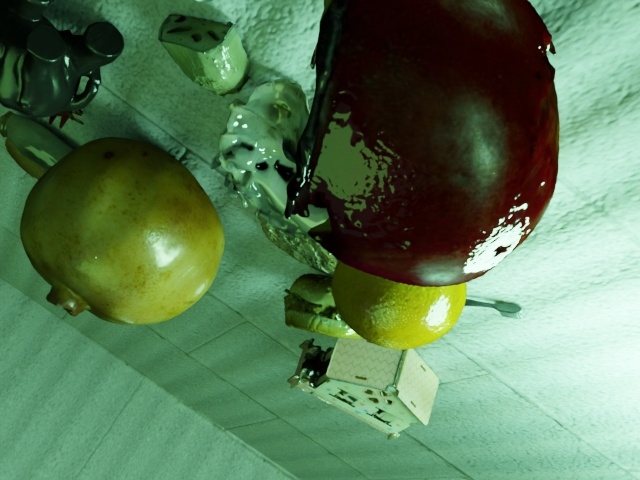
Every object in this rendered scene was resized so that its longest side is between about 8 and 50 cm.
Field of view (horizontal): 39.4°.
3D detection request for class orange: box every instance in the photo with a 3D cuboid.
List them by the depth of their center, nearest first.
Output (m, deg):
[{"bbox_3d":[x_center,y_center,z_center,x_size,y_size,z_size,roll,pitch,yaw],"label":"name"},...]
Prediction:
[{"bbox_3d":[0.138,0.082,1.556,0.236,0.236,0.236,25,154,13],"label":"orange"}]

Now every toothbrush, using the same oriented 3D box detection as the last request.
[{"bbox_3d":[0.249,0.118,1.724,0.321,0.023,0.031,8,143,41],"label":"toothbrush"}]

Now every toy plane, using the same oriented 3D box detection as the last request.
[{"bbox_3d":[-0.550,-0.305,1.812,0.130,0.061,0.189,20,149,24],"label":"toy plane"}]

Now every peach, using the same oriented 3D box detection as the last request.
[{"bbox_3d":[0.102,-0.159,1.041,0.353,0.339,0.416,-28,124,19],"label":"peach"}]

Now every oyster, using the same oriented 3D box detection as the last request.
[{"bbox_3d":[-0.032,-0.115,1.523,0.238,0.114,0.351,-14,134,46],"label":"oyster"}]

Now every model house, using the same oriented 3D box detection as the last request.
[{"bbox_3d":[0.122,0.309,2.072,0.326,0.169,0.244,30,149,-9],"label":"model house"}]

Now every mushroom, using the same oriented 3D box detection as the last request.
[{"bbox_3d":[-0.591,-0.174,2.065,0.351,0.097,0.109,42,151,-12],"label":"mushroom"}]

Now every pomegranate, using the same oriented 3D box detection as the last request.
[{"bbox_3d":[-0.412,-0.005,1.830,0.417,0.416,0.416,25,154,13],"label":"pomegranate"}]

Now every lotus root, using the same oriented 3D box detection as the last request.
[{"bbox_3d":[-0.178,-0.282,1.417,0.143,0.070,0.144,12,149,37],"label":"lotus root"}]

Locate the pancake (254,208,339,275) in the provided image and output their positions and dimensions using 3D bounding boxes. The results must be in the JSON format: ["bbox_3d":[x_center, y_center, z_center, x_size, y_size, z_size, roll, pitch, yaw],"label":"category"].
[{"bbox_3d":[-0.001,0.001,1.761,0.283,0.049,0.282,26,155,13],"label":"pancake"}]

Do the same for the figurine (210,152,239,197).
[{"bbox_3d":[-0.150,-0.131,1.659,0.086,0.094,0.082,61,-166,1],"label":"figurine"}]

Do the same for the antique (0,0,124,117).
[{"bbox_3d":[-0.536,-0.339,1.556,0.322,0.185,0.255,36,147,-19],"label":"antique"}]

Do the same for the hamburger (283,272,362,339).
[{"bbox_3d":[0.033,0.140,1.861,0.189,0.122,0.215,15,177,-42],"label":"hamburger"}]

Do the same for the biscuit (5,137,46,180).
[{"bbox_3d":[-0.705,-0.187,2.234,0.145,0.033,0.224,7,145,46],"label":"biscuit"}]

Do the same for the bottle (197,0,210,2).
[{"bbox_3d":[-0.107,-0.388,1.144,0.254,0.080,0.096,-10,94,57],"label":"bottle"}]
